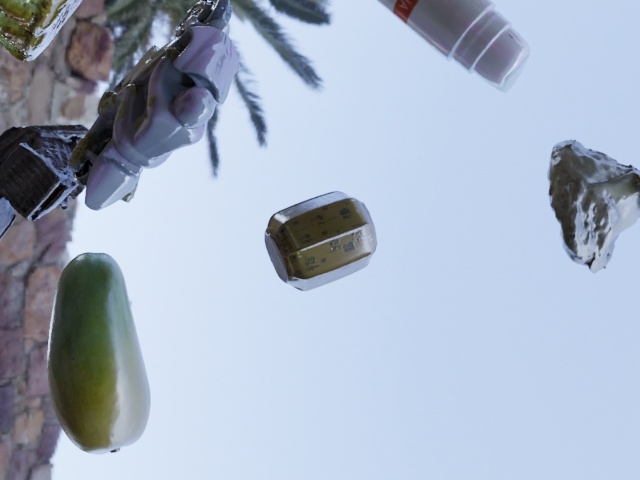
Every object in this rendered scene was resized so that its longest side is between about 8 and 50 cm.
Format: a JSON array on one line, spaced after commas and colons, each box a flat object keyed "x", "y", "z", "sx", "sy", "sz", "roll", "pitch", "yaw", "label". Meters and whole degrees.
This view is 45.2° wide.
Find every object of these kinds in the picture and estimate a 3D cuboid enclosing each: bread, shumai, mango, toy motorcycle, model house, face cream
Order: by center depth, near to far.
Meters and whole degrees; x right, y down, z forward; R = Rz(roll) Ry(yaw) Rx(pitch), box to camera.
[{"x": -0.199, "y": -0.206, "z": 0.558, "sx": 0.128, "sy": 0.069, "sz": 0.140, "roll": -16, "pitch": -133, "yaw": 61, "label": "bread"}, {"x": -0.142, "y": -0.120, "z": 0.687, "sx": 0.225, "sy": 0.073, "sz": 0.152, "roll": -50, "pitch": -144, "yaw": 6, "label": "toy motorcycle"}, {"x": -0.212, "y": 0.108, "z": 0.734, "sx": 0.130, "sy": 0.092, "sz": 0.194, "roll": 164, "pitch": -78, "yaw": -79, "label": "mango"}, {"x": 0.145, "y": -0.342, "z": 1.070, "sx": 0.345, "sy": 0.102, "sz": 0.102, "roll": 42, "pitch": -58, "yaw": 9, "label": "face cream"}, {"x": 0.408, "y": -0.057, "z": 1.093, "sx": 0.120, "sy": 0.201, "sz": 0.201, "roll": -15, "pitch": -104, "yaw": 34, "label": "shumai"}, {"x": -0.430, "y": -0.073, "z": 1.127, "sx": 0.203, "sy": 0.141, "sz": 0.164, "roll": -34, "pitch": -121, "yaw": 17, "label": "model house"}]

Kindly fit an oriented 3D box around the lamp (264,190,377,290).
[{"x": 0.000, "y": 0.000, "z": 1.396, "sx": 0.161, "sy": 0.185, "sz": 0.161, "roll": 160, "pitch": -90, "yaw": -74, "label": "lamp"}]
